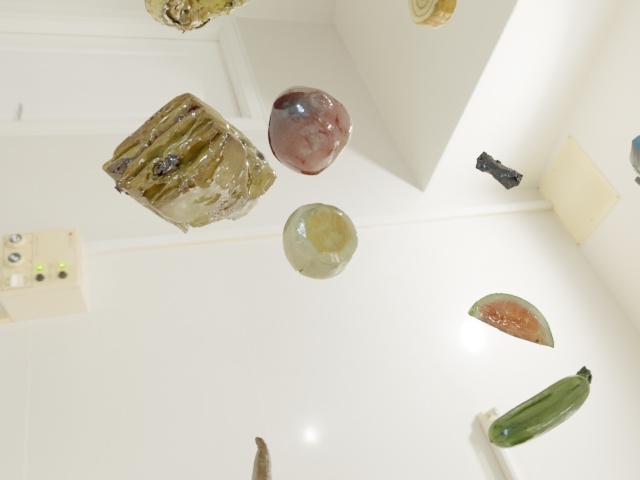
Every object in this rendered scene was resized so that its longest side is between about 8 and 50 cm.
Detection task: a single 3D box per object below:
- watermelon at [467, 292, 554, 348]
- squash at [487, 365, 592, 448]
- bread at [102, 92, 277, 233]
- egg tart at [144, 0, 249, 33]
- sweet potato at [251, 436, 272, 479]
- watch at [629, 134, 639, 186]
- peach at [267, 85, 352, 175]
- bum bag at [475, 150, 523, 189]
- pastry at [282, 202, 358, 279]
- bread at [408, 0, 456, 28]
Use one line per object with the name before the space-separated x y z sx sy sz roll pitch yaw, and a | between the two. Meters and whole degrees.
watermelon | 0.369 0.140 0.914 0.087 0.163 0.068 -39 150 -78
squash | 0.427 0.321 0.894 0.066 0.252 0.066 60 -11 19
bread | -0.287 -0.148 1.164 0.191 0.314 0.370 45 0 36
egg tart | -0.156 -0.443 0.709 0.107 0.291 0.291 52 -20 -7
sweet potato | -0.081 0.364 0.699 0.214 0.050 0.050 -156 -119 -76
watch | 0.903 -0.199 1.096 0.274 0.305 0.241 -50 180 17
peach | -0.029 -0.200 0.824 0.152 0.152 0.152 173 -90 -70
bum bag | 0.448 -0.175 1.192 0.124 0.058 0.034 39 -9 20
pastry | 0.000 0.000 0.944 0.092 0.157 0.156 126 -46 -67
bread | 0.276 -0.613 1.183 0.122 0.073 0.149 -17 -105 59
